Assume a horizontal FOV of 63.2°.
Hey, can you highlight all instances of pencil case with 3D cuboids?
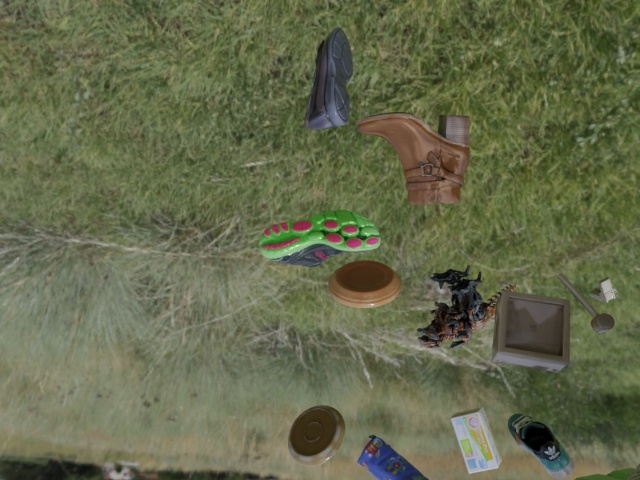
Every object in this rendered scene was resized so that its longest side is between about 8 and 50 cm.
[{"bbox_3d":[0.279,0.830,1.852,0.306,0.133,0.119,30,131,29],"label":"pencil case"}]

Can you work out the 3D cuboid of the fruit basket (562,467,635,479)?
[{"bbox_3d":[0.550,0.553,0.928,0.392,0.283,0.392,-9,175,-1],"label":"fruit basket"}]

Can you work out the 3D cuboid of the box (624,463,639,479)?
[{"bbox_3d":[0.689,0.406,0.618,0.471,0.480,0.297,-24,153,-27],"label":"box"}]

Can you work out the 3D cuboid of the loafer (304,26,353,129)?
[{"bbox_3d":[0.013,-0.378,1.207,0.095,0.303,0.109,-14,142,26],"label":"loafer"}]

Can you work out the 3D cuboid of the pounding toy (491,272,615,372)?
[{"bbox_3d":[0.458,0.163,1.033,0.206,0.181,0.094,8,156,12],"label":"pounding toy"}]

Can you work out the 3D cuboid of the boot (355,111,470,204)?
[{"bbox_3d":[0.221,-0.198,1.269,0.283,0.220,0.109,2,-167,-5],"label":"boot"}]

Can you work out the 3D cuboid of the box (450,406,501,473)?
[{"bbox_3d":[0.577,0.736,1.928,0.114,0.203,0.103,-23,164,22],"label":"box"}]

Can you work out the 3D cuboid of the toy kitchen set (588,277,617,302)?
[{"bbox_3d":[0.931,0.149,1.709,0.068,0.075,0.083,-25,-167,-7],"label":"toy kitchen set"}]

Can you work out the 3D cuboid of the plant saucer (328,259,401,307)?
[{"bbox_3d":[0.118,0.108,1.402,0.200,0.200,0.037,-1,119,5],"label":"plant saucer"}]

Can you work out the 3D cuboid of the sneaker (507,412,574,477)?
[{"bbox_3d":[0.661,0.597,1.612,0.108,0.121,0.302,-35,-170,-3],"label":"sneaker"}]

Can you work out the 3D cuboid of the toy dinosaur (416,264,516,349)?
[{"bbox_3d":[0.427,0.201,1.556,0.322,0.218,0.164,-29,-162,-30],"label":"toy dinosaur"}]

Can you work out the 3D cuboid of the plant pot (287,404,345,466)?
[{"bbox_3d":[-0.022,0.712,1.926,0.236,0.236,0.032,-11,131,26],"label":"plant pot"}]

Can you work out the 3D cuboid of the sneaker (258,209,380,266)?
[{"bbox_3d":[0.000,0.000,2.094,0.482,0.185,0.202,-4,157,8],"label":"sneaker"}]
